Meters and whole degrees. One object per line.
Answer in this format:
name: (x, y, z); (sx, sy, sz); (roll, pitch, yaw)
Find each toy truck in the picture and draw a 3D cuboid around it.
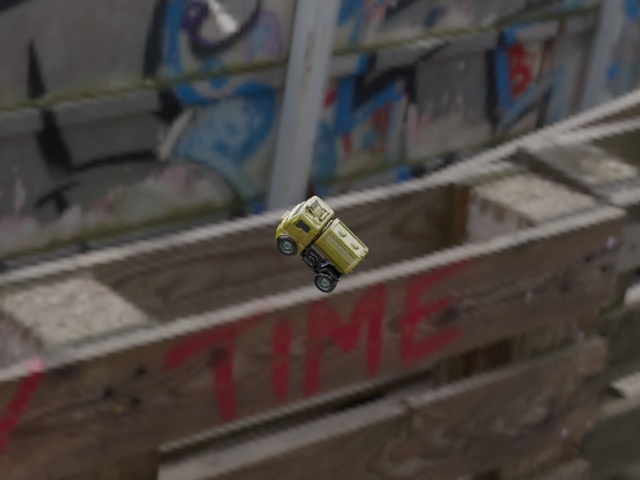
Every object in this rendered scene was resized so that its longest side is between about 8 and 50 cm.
toy truck: (0.000, 0.000, 1.494); (0.083, 0.054, 0.049); (45, 40, -3)
